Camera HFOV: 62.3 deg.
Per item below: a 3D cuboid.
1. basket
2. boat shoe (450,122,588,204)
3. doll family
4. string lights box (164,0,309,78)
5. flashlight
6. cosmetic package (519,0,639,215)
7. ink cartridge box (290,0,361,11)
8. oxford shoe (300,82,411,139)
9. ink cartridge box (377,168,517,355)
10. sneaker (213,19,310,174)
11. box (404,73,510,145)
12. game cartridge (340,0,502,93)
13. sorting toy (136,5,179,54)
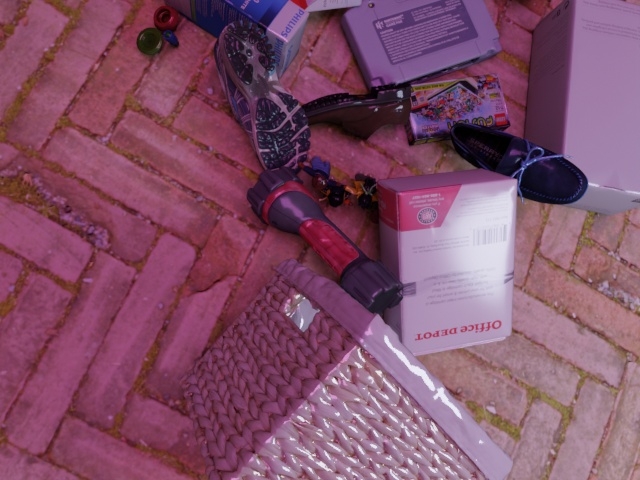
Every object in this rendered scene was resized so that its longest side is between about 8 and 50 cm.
[{"bbox_3d":[0.019,0.249,0.755,0.266,0.328,0.331,-47,113,-7],"label":"basket"},{"bbox_3d":[0.333,-0.133,0.935,0.258,0.089,0.109,28,100,34],"label":"boat shoe"},{"bbox_3d":[0.047,-0.091,0.942,0.192,0.111,0.076,14,122,-5],"label":"doll family"},{"bbox_3d":[-0.157,-0.419,0.955,0.259,0.133,0.077,33,75,-4],"label":"string lights box"},{"bbox_3d":[0.000,0.000,0.871,0.103,0.103,0.304,-34,59,-16],"label":"flashlight"},{"bbox_3d":[0.536,-0.261,1.040,0.217,0.156,0.385,12,81,-7],"label":"cosmetic package"},{"bbox_3d":[-0.023,-0.503,1.014,0.179,0.045,0.145,-10,63,-11],"label":"ink cartridge box"},{"bbox_3d":[0.058,-0.228,0.989,0.227,0.083,0.096,-6,117,5],"label":"oxford shoe"},{"bbox_3d":[0.212,0.033,0.909,0.207,0.117,0.283,-7,108,-11],"label":"ink cartridge box"},{"bbox_3d":[-0.109,-0.244,0.958,0.110,0.122,0.283,-27,109,-25],"label":"sneaker"},{"bbox_3d":[0.265,-0.261,1.052,0.206,0.036,0.114,-11,84,-11],"label":"box"},{"bbox_3d":[0.198,-0.420,1.058,0.294,0.060,0.196,-21,89,-12],"label":"game cartridge"},{"bbox_3d":[-0.291,-0.380,0.980,0.061,0.042,0.102,32,90,12],"label":"sorting toy"}]
